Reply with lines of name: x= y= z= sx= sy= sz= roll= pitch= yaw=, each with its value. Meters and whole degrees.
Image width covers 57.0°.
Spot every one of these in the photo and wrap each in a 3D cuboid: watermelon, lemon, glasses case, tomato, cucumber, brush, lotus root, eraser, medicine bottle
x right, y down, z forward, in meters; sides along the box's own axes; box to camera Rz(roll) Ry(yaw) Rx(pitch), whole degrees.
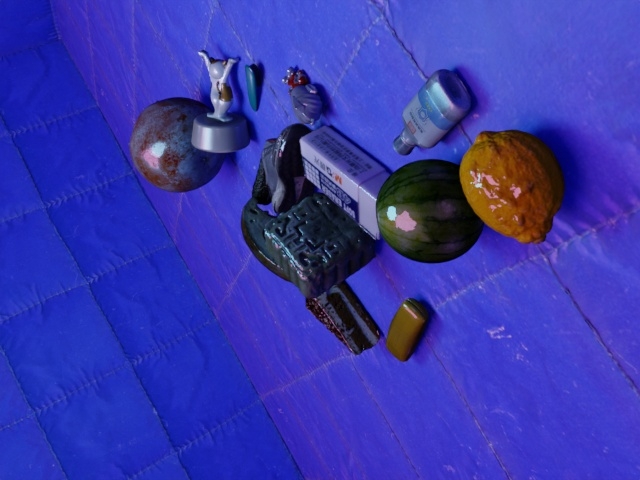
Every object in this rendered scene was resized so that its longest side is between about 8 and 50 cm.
watermelon: x=0.205 y=-0.052 z=1.037 sx=0.188 sy=0.215 sz=0.188 roll=-3 pitch=-90 yaw=-86
lemon: x=0.287 y=-0.082 z=0.874 sx=0.187 sy=0.142 sz=0.142 roll=64 pitch=156 yaw=6
glasses case: x=0.207 y=0.219 z=1.429 sx=0.079 sy=0.064 sz=0.234 roll=47 pitch=151 yaw=25
tomato: x=-0.466 y=-0.314 z=1.944 sx=0.283 sy=0.317 sz=0.316 roll=34 pitch=144 yaw=31
cucumber: x=-0.153 y=-0.188 z=1.728 sx=0.074 sy=0.074 sz=0.241 roll=56 pitch=155 yaw=15
brush: x=-0.180 y=-0.417 z=1.610 sx=0.043 sy=0.032 sz=0.193 roll=51 pitch=165 yaw=16
lotus root: x=-0.131 y=0.025 z=1.755 sx=0.314 sy=0.142 sz=0.210 roll=37 pitch=158 yaw=33
eraser: x=0.069 y=-0.134 z=1.323 sx=0.287 sy=0.086 sz=0.130 roll=45 pitch=152 yaw=35
medicine bottle: x=0.188 y=-0.214 z=1.044 sx=0.090 sy=0.054 sz=0.208 roll=59 pitch=156 yaw=7

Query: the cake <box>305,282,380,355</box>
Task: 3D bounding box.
cake: x=0.059 y=0.221 z=1.678 sx=0.246 sy=0.112 sz=0.135 roll=53 pitch=157 yaw=15

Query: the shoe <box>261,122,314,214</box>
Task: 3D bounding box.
shoe: x=-0.088 y=-0.218 z=1.527 sx=0.336 sy=0.132 sz=0.171 roll=103 pitch=144 yaw=-59

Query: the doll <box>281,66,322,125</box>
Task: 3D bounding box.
doll: x=-0.042 y=-0.333 z=1.367 sx=0.094 sy=0.079 sz=0.180 roll=-52 pitch=51 yaw=38

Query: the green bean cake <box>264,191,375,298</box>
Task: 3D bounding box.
green bean cake: x=0.000 y=0.000 z=1.432 sx=0.222 sy=0.227 sz=0.125 roll=48 pitch=157 yaw=29

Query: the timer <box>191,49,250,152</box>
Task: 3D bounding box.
timer: x=-0.293 y=-0.409 z=1.719 sx=0.175 sy=0.175 sz=0.266 roll=37 pitch=132 yaw=45
